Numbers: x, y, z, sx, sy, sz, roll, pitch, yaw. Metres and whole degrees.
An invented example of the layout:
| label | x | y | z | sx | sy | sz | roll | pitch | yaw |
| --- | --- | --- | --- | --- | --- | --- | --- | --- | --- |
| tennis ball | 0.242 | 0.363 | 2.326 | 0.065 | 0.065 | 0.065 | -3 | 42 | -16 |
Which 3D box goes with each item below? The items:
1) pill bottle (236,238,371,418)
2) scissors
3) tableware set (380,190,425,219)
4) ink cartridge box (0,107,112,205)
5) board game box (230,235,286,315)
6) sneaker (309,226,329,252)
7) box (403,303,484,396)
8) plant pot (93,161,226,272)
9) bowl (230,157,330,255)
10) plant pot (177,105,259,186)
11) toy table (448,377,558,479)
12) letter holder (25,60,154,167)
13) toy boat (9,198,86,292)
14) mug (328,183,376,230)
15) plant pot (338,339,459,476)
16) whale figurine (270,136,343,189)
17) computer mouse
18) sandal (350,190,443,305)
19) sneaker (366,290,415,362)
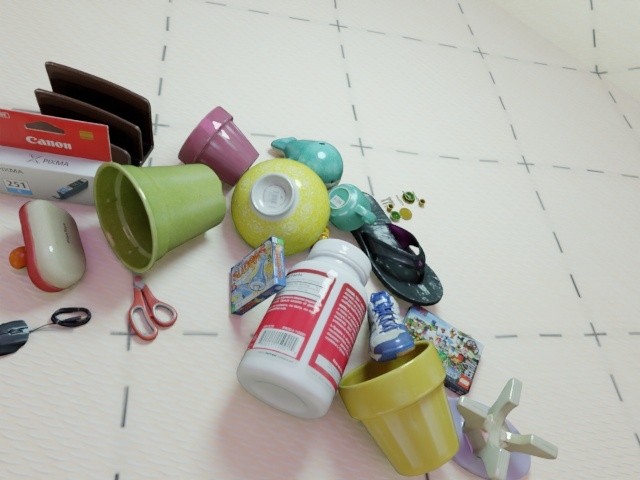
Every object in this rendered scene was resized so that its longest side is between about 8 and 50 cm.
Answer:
| label | x | y | z | sx | sy | sz | roll | pitch | yaw |
| --- | --- | --- | --- | --- | --- | --- | --- | --- | --- |
| pill bottle | -0.017 | 0.200 | 1.144 | 0.229 | 0.229 | 0.407 | 27 | 55 | 0 |
| scissors | -0.470 | 0.116 | 1.182 | 0.109 | 0.021 | 0.297 | -26 | 70 | -29 |
| tableware set | 0.286 | -0.120 | 1.565 | 0.154 | 0.024 | 0.104 | -16 | 65 | -26 |
| ink cartridge box | -0.683 | -0.199 | 1.170 | 0.296 | 0.261 | 0.066 | 7 | 56 | -12 |
| board game box | -0.164 | 0.093 | 1.186 | 0.035 | 0.201 | 0.136 | 19 | 50 | -36 |
| sneaker | 0.000 | 0.000 | 1.374 | 0.064 | 0.067 | 0.175 | -2 | 61 | -20 |
| box | 0.327 | 0.301 | 1.298 | 0.233 | 0.044 | 0.159 | 31 | 55 | 4 |
| plant pot | -0.398 | -0.089 | 1.205 | 0.254 | 0.276 | 0.276 | -26 | 68 | -45 |
| bowl | -0.120 | -0.107 | 1.280 | 0.290 | 0.156 | 0.289 | -1 | 81 | 4 |
| plant pot | -0.292 | -0.267 | 1.389 | 0.180 | 0.201 | 0.201 | 38 | 54 | -11 |
| toy table | 0.429 | 0.477 | 1.150 | 0.274 | 0.161 | 0.252 | 19 | 55 | -4 |
| letter holder | -0.644 | -0.335 | 1.296 | 0.302 | 0.214 | 0.152 | 20 | 55 | -4 |
| toy boat | -0.679 | 0.025 | 1.124 | 0.151 | 0.151 | 0.231 | -28 | 66 | 3 |
| mug | 0.085 | -0.106 | 1.380 | 0.158 | 0.097 | 0.129 | -9 | 62 | 25 |
| plant pot | 0.201 | 0.396 | 1.092 | 0.254 | 0.254 | 0.239 | -23 | 83 | -28 |
| whale figurine | -0.042 | -0.271 | 1.473 | 0.216 | 0.141 | 0.272 | -17 | 49 | -36 |
| computer mouse | -0.657 | 0.200 | 1.060 | 0.242 | 0.041 | 0.071 | -18 | 65 | -27 |
| sandal | 0.204 | 0.007 | 1.391 | 0.168 | 0.107 | 0.445 | -23 | 63 | -28 |
| sneaker | 0.156 | 0.206 | 1.163 | 0.112 | 0.296 | 0.131 | -15 | 95 | 1 |
